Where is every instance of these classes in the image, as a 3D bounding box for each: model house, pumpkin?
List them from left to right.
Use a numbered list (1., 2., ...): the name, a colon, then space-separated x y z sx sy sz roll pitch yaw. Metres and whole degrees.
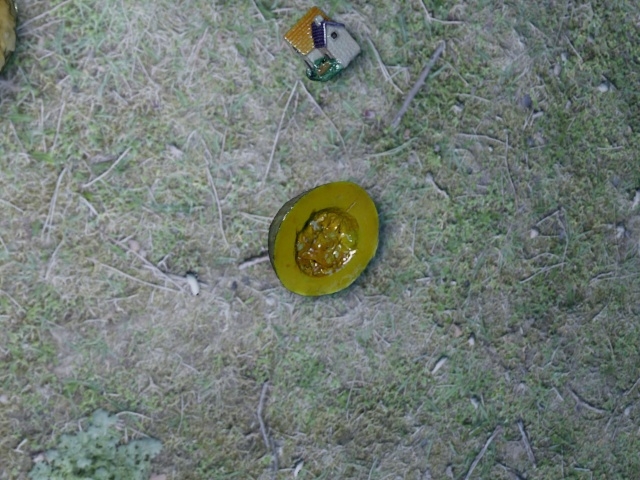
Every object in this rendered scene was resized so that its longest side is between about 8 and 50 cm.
1. pumpkin: -0.012 -0.010 1.849 0.217 0.110 0.218 -13 113 -32
2. model house: 0.000 -0.336 1.790 0.088 0.100 0.100 -44 112 -10

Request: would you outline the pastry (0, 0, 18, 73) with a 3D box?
1. pastry: -0.577 -0.307 1.469 0.329 0.136 0.330 11 63 -23
